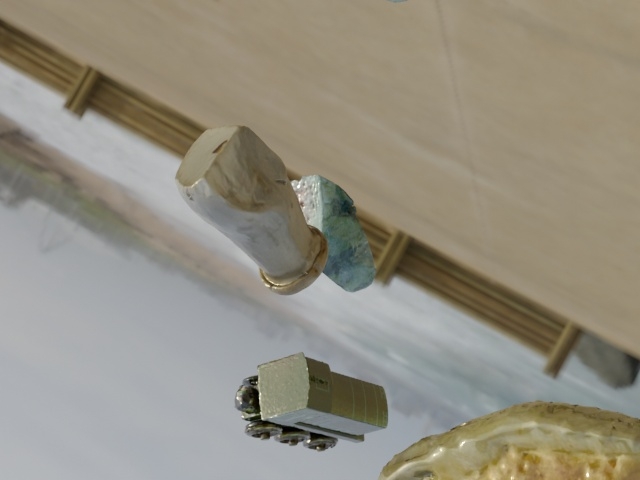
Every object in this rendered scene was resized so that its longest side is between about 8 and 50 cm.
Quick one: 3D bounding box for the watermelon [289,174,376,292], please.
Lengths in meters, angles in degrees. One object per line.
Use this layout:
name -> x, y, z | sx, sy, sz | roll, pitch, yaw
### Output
watermelon -> 0.007, 0.004, 1.453 | 0.180, 0.081, 0.094 | 55, 159, -23

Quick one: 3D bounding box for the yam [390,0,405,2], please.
yam -> 0.062, -0.218, 0.904 | 0.054, 0.054, 0.132 | 29, -151, -7

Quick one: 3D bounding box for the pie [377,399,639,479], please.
pie -> 0.160, 0.266, 0.804 | 0.339, 0.339, 0.077 | 25, -175, 39

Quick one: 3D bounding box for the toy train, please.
toy train -> -0.006, 0.215, 1.582 | 0.137, 0.090, 0.225 | -21, 153, 33

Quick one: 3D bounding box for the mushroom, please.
mushroom -> -0.068, -0.036, 1.196 | 0.108, 0.096, 0.247 | 40, 173, 33
